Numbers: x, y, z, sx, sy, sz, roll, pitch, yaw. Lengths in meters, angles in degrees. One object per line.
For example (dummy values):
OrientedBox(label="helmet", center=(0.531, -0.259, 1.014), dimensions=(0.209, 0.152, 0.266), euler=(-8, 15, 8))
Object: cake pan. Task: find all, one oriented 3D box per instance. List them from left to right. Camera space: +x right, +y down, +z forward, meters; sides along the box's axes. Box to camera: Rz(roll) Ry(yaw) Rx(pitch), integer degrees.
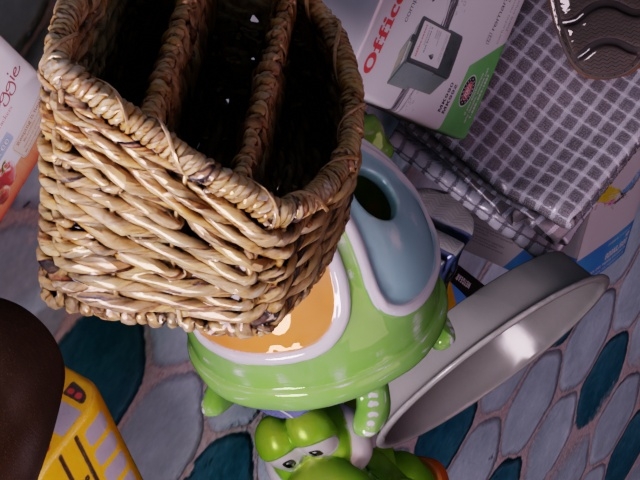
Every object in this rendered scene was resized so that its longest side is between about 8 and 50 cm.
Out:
OrientedBox(label="cake pan", center=(0.164, 0.107, 1.946), dimensions=(0.293, 0.054, 0.293), euler=(-33, 165, -10))

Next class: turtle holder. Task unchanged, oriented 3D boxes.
OrientedBox(label="turtle holder", center=(0.009, 0.007, 1.710), dimensions=(0.320, 0.243, 0.227), euler=(-32, 124, -34))

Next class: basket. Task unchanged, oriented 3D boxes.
OrientedBox(label="basket", center=(-0.072, -0.104, 1.366), dimensions=(0.299, 0.214, 0.223), euler=(-77, 174, -53))

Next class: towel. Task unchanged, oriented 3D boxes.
OrientedBox(label="towel", center=(0.232, -0.152, 1.971), dimensions=(0.283, 0.235, 0.121), euler=(-51, 180, -19))

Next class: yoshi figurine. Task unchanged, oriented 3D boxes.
OrientedBox(label="yoshi figurine", center=(0.031, 0.288, 2.069), dimensions=(0.203, 0.203, 0.362), euler=(-55, 151, -3))

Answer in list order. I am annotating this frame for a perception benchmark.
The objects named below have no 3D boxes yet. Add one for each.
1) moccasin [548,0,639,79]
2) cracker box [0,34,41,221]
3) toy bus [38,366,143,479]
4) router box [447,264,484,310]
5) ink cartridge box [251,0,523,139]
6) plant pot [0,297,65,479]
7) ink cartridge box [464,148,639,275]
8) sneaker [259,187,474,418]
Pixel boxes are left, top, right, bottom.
OrientedBox(label="moccasin", center=(0.267, -0.350, 1.886), dimensions=(0.147, 0.139, 0.380), euler=(-49, 127, -83))
OrientedBox(label="cracker box", center=(-0.276, -0.084, 1.277), dimensions=(0.155, 0.067, 0.232), euler=(-61, 154, -9))
OrientedBox(label="toy bus", center=(-0.221, 0.237, 1.634), dimensions=(0.130, 0.108, 0.332), euler=(-54, 152, -24))
OrientedBox(label="router box", center=(0.144, 0.099, 2.269), dimensions=(0.133, 0.046, 0.179), euler=(-63, 155, -2))
OrientedBox(label="ink cartridge box", center=(0.071, -0.225, 1.741), dimensions=(0.289, 0.122, 0.211), euler=(12, 102, -64))
OrientedBox(label="plant pot", center=(-0.281, 0.137, 1.348), dimensions=(0.230, 0.215, 0.215), euler=(-51, 155, -55))
OrientedBox(label="ink cartridge box", center=(0.277, -0.092, 2.198), dimensions=(0.168, 0.171, 0.232), euler=(-29, 139, -51))
OrientedBox(label="sneaker", center=(0.049, 0.103, 1.986), dimensions=(0.315, 0.127, 0.182), euler=(-42, 149, -32))
